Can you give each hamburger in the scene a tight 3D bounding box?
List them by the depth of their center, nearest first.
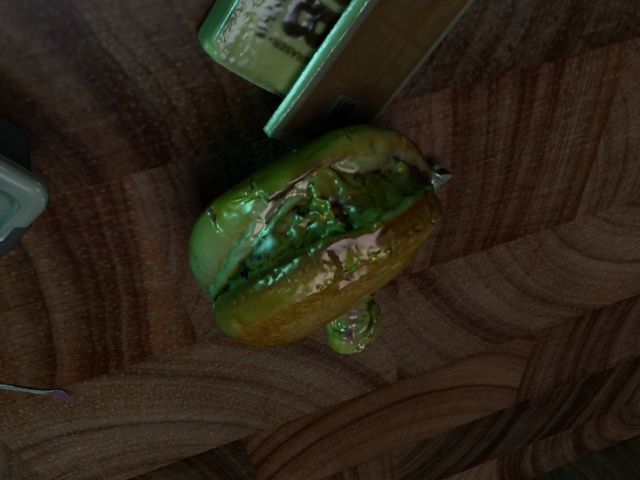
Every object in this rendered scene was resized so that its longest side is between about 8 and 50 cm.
[{"bbox_3d":[0.000,0.000,0.643,0.290,0.170,0.314,-27,166,-7],"label":"hamburger"}]

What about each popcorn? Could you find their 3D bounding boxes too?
[{"bbox_3d":[0.050,0.123,0.876,0.097,0.109,0.089,1,177,20],"label":"popcorn"}]

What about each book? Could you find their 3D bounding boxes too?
[{"bbox_3d":[0.059,-0.192,0.581,0.241,0.018,0.170,-49,158,22],"label":"book"}]

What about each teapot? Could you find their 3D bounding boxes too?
[{"bbox_3d":[0.133,-0.073,0.758,0.067,0.057,0.083,33,109,-12],"label":"teapot"}]

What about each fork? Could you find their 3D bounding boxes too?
[{"bbox_3d":[-0.413,0.218,0.806,0.115,0.012,0.016,24,114,-34],"label":"fork"}]

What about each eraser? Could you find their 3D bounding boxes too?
[{"bbox_3d":[-0.023,-0.226,0.525,0.117,0.058,0.172,20,121,-37],"label":"eraser"}]

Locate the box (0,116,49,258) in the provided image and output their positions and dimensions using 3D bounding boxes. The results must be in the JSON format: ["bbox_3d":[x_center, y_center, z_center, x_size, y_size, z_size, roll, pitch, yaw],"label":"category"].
[{"bbox_3d":[-0.367,-0.064,0.467,0.162,0.130,0.227,-40,136,14],"label":"box"}]
